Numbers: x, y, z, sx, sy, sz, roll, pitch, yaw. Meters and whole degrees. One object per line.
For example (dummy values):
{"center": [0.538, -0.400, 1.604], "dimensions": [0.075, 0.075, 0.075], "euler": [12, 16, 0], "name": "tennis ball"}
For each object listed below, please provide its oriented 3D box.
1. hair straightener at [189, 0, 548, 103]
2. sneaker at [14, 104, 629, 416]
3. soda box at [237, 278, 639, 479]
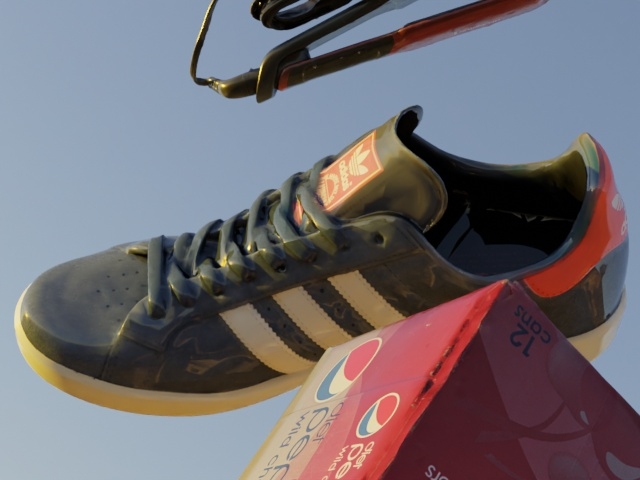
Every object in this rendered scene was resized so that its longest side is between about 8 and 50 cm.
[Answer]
{"center": [0.022, -0.150, 0.885], "dimensions": [0.230, 0.089, 0.047], "euler": [-19, -4, 12], "name": "hair straightener"}
{"center": [0.000, 0.000, 0.797], "dimensions": [0.350, 0.131, 0.148], "euler": [-7, -45, -5], "name": "sneaker"}
{"center": [0.094, 0.136, 0.403], "dimensions": [0.263, 0.083, 0.092], "euler": [44, -33, -12], "name": "soda box"}
